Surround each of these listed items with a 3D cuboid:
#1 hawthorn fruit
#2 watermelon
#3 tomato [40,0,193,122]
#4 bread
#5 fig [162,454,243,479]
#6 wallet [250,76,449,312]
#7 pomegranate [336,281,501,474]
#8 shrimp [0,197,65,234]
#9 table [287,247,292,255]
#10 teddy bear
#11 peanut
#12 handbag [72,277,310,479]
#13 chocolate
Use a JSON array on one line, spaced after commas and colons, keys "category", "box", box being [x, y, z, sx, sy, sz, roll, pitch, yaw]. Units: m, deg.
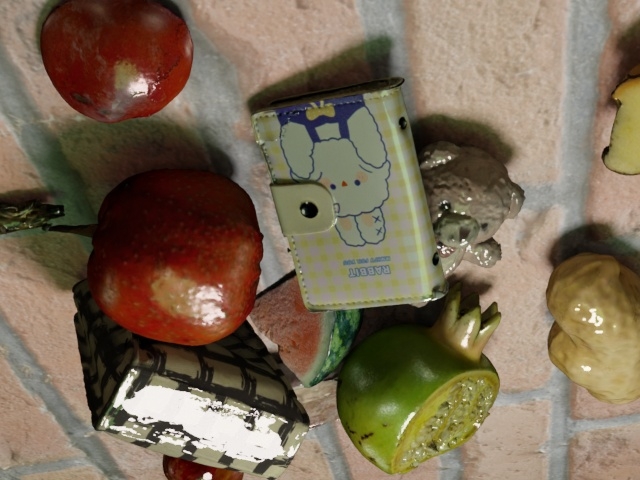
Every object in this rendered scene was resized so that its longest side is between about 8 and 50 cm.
[{"category": "hawthorn fruit", "box": [-0.230, 0.016, 1.485, 0.300, 0.254, 0.254, 11, 142, -6]}, {"category": "watermelon", "box": [-0.022, 0.129, 1.763, 0.202, 0.136, 0.207, -13, 129, 1]}, {"category": "tomato", "box": [-0.251, -0.209, 1.287, 0.189, 0.099, 0.173, 2, 145, -6]}, {"category": "bread", "box": [0.514, -0.173, 1.377, 0.262, 0.163, 0.204, 13, 148, 14]}, {"category": "fig", "box": [-0.215, 0.429, 2.139, 0.175, 0.207, 0.175, 35, 159, 16]}, {"category": "wallet", "box": [0.043, -0.056, 1.436, 0.223, 0.077, 0.310, -4, 115, 26]}, {"category": "pomegranate", "box": [0.170, 0.227, 1.848, 0.309, 0.216, 0.359, 6, 113, -49]}, {"category": "shrimp", "box": [-0.480, -0.059, 1.512, 0.217, 0.051, 0.150, -2, 137, 3]}, {"category": "table", "box": [0.000, 0.000, 1.629, 0.079, 0.062, 0.083, -25, 139, 25]}, {"category": "teddy bear", "box": [0.167, -0.025, 1.544, 0.236, 0.151, 0.267, 27, 139, -26]}, {"category": "peanut", "box": [0.478, 0.148, 1.802, 0.192, 0.169, 0.387, -11, 140, 15]}, {"category": "handbag", "box": [-0.214, 0.200, 1.650, 0.325, 0.327, 0.162, 24, 105, -32]}, {"category": "chocolate", "box": [-0.072, 0.291, 1.982, 0.303, 0.100, 0.185, -9, 141, -10]}]
